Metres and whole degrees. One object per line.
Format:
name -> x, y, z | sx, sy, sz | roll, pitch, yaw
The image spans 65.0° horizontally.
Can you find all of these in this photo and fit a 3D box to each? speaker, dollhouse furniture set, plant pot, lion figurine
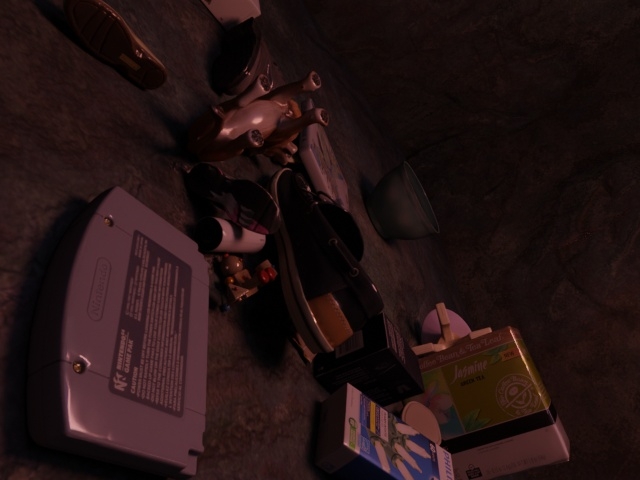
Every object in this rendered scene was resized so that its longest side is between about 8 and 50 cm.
speaker -> -0.145, -0.006, 0.819 | 0.136, 0.055, 0.055 | 7, 59, -67
dollhouse furniture set -> -0.022, 0.164, 0.974 | 0.151, 0.058, 0.076 | -46, 118, -49
plant pot -> 0.291, -0.121, 1.878 | 0.293, 0.196, 0.293 | 51, 24, -33
lion figurine -> -0.137, -0.211, 0.929 | 0.392, 0.240, 0.142 | -21, 97, -56

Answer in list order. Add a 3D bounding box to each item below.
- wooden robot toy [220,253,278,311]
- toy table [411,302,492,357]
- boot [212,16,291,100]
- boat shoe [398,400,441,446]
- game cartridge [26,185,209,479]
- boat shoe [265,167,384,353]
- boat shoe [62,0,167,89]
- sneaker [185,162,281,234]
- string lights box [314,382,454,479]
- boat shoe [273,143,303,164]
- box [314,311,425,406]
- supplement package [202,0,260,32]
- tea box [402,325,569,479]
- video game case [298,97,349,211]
wooden robot toy -> -0.121, 0.048, 0.801 | 0.079, 0.076, 0.173 | 54, 19, 3
toy table -> 0.413, 0.335, 1.607 | 0.274, 0.252, 0.161 | 64, 0, 26
boot -> -0.142, -0.387, 1.228 | 0.222, 0.118, 0.338 | 56, 24, -37
boat shoe -> 0.195, 0.472, 1.082 | 0.112, 0.095, 0.335 | 33, 18, -1
game cartridge -> -0.205, 0.089, 0.551 | 0.198, 0.062, 0.297 | 40, 30, -41
boat shoe -> 0.000, 0.000, 0.966 | 0.187, 0.156, 0.500 | 60, 6, -34
boat shoe -> -0.314, -0.308, 0.764 | 0.072, 0.068, 0.190 | 60, 6, 28
sneaker -> -0.131, -0.068, 0.825 | 0.178, 0.072, 0.077 | 36, -1, 20
string lights box -> 0.116, 0.378, 0.870 | 0.260, 0.077, 0.133 | 37, 27, -15
boat shoe -> -0.070, -0.217, 1.259 | 0.152, 0.056, 0.049 | -22, 121, -71
box -> 0.094, 0.244, 0.973 | 0.158, 0.156, 0.093 | 52, 21, -31
supplement package -> -0.246, -0.638, 1.270 | 0.179, 0.105, 0.105 | 42, 29, -46
tea box -> 0.413, 0.430, 1.305 | 0.220, 0.329, 0.323 | 24, 43, -61
video game case -> 0.018, -0.191, 1.413 | 0.300, 0.036, 0.329 | -91, 160, -50
